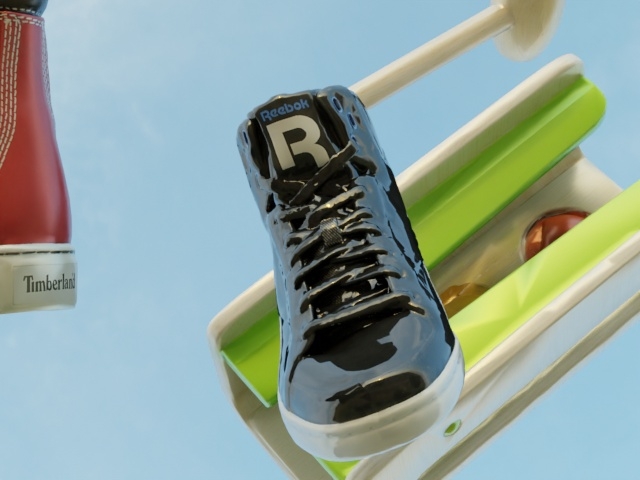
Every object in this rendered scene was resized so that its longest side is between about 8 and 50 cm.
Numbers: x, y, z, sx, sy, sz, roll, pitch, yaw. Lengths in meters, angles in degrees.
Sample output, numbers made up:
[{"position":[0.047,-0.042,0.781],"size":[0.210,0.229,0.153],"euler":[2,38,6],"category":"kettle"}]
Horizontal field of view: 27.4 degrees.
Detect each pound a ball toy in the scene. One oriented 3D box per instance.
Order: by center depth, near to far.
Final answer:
[{"position":[0.079,-0.002,0.760],"size":[0.319,0.208,0.136],"euler":[-37,-28,-17],"category":"pound a ball toy"}]

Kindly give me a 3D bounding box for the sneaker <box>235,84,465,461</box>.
[{"position":[0.000,0.000,0.560],"size":[0.079,0.217,0.121],"euler":[-22,-74,5],"category":"sneaker"}]

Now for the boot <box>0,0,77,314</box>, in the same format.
[{"position":[-0.209,-0.052,0.538],"size":[0.244,0.088,0.176],"euler":[-5,-92,24],"category":"boot"}]
